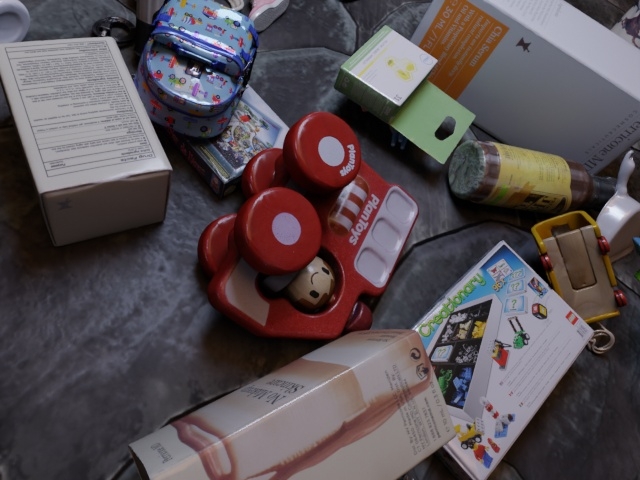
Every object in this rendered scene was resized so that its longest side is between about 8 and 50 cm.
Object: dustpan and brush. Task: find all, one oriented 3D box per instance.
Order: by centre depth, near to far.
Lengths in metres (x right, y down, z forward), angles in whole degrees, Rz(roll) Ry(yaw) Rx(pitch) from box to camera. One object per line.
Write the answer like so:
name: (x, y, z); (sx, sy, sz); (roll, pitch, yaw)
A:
dustpan and brush: (0.546, -0.057, 0.907); (0.147, 0.211, 0.060); (-18, 40, -29)

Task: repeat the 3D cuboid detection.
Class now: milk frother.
milk frother: (-0.285, -0.371, 0.791); (0.143, 0.134, 0.129); (-1, 37, -24)

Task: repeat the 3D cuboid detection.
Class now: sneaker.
sneaker: (-0.119, -0.450, 0.956); (0.070, 0.051, 0.134); (32, 52, 2)

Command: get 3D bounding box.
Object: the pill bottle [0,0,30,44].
pill bottle: (-0.513, -0.354, 0.726); (0.152, 0.086, 0.086); (38, 55, 5)

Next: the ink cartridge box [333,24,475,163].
ink cartridge box: (0.164, -0.263, 0.883); (0.235, 0.056, 0.171); (35, 56, 5)

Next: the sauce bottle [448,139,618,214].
sauce bottle: (0.406, -0.105, 0.911); (0.344, 0.111, 0.111); (6, 59, -18)

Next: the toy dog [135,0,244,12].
toy dog: (-0.254, -0.577, 0.911); (0.220, 0.161, 0.333); (-3, 62, -22)

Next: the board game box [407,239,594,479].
board game box: (0.234, 0.158, 0.707); (0.305, 0.053, 0.193); (-37, 78, -27)

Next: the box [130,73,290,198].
box: (-0.164, -0.192, 0.787); (0.159, 0.044, 0.233); (-34, 77, -33)

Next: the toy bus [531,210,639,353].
toy bus: (0.426, 0.052, 0.827); (0.191, 0.202, 0.104); (23, 25, 2)

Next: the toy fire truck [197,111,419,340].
toy fire truck: (0.000, 0.000, 0.670); (0.254, 0.169, 0.302); (37, 62, -20)

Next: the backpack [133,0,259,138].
backpack: (-0.180, -0.242, 0.707); (0.158, 0.117, 0.173); (22, 62, -17)

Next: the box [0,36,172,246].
box: (-0.307, -0.133, 0.648); (0.149, 0.127, 0.232); (-17, 68, -28)

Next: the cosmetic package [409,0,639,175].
cosmetic package: (0.403, -0.329, 0.974); (0.453, 0.230, 0.161); (33, 55, 1)

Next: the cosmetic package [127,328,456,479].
cosmetic package: (-0.026, 0.209, 0.520); (0.296, 0.153, 0.129); (-21, 91, -31)

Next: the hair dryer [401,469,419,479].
hair dryer: (0.149, 0.383, 0.544); (0.293, 0.080, 0.223); (28, 54, -3)

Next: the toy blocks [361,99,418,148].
toy blocks: (0.128, -0.243, 0.923); (0.123, 0.054, 0.148); (24, 56, -7)

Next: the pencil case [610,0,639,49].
pencil case: (0.724, -0.459, 1.063); (0.160, 0.410, 0.183); (31, 48, -4)
